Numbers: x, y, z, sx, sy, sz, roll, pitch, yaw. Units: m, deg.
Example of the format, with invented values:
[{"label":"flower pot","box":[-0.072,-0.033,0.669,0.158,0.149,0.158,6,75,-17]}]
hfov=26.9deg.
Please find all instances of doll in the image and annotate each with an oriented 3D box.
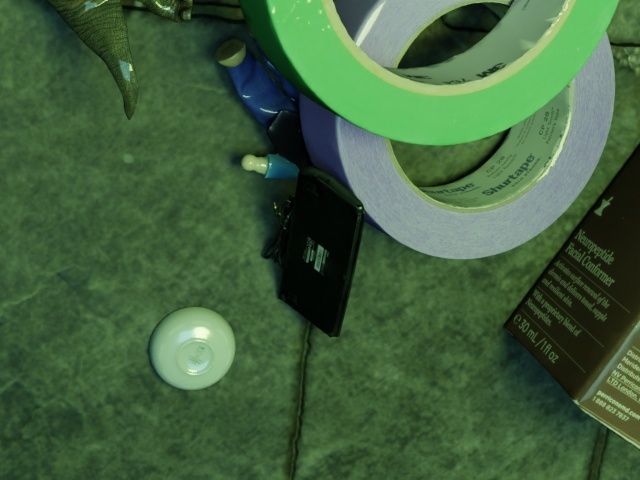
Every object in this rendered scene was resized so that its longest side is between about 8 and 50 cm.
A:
[{"label":"doll","box":[-0.022,-0.108,1.211,0.129,0.046,0.189,-42,118,-8]}]

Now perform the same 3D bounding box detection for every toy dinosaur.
[{"label":"toy dinosaur","box":[-0.176,-0.256,1.074,0.160,0.121,0.313,6,126,7]}]

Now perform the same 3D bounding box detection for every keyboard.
[{"label":"keyboard","box":[0.000,0.000,1.209,0.038,0.100,0.192,-38,156,-34]}]

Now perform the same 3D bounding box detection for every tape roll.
[{"label":"tape roll","box":[0.091,-0.237,1.047,0.321,0.077,0.321,-7,110,-21]},{"label":"tape roll","box":[0.123,-0.126,1.192,0.275,0.090,0.275,-7,108,-21]}]

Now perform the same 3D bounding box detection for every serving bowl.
[{"label":"serving bowl","box":[-0.119,0.106,1.268,0.083,0.027,0.083,-4,108,-13]}]

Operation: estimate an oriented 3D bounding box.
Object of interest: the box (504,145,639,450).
[{"label":"box","box":[0.361,-0.001,1.259,0.143,0.191,0.381,34,97,-21]}]
